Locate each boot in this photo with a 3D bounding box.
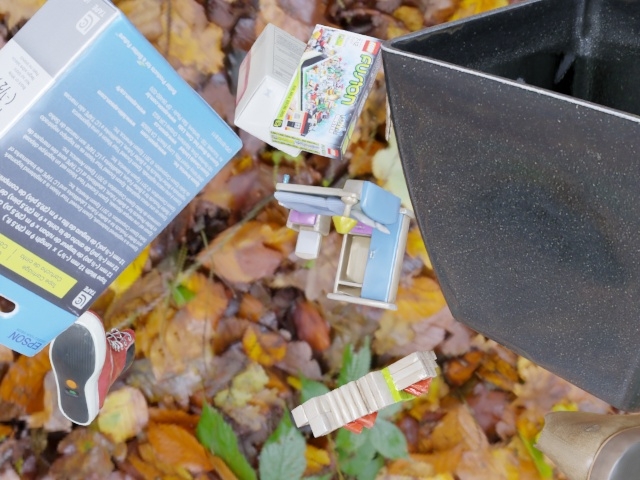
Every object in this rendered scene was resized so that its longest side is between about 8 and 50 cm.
[{"bbox_3d":[0.362,0.227,0.975,0.305,0.115,0.112,9,99,-41],"label":"boot"},{"bbox_3d":[-0.368,0.170,1.439,0.088,0.176,0.244,22,131,9],"label":"boot"}]

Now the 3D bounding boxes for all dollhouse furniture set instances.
[{"bbox_3d":[0.000,0.000,1.600,0.303,0.286,0.198,22,77,-61],"label":"dollhouse furniture set"}]

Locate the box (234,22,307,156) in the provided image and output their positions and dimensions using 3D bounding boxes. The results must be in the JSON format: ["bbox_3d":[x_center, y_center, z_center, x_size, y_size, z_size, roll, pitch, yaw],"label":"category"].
[{"bbox_3d":[-0.076,-0.302,1.705,0.148,0.232,0.127,27,124,-21],"label":"box"}]

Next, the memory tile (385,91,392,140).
[{"bbox_3d":[0.149,-0.289,1.843,0.012,0.148,0.113,1,72,2],"label":"memory tile"}]

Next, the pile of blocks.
[{"bbox_3d":[0.120,0.379,2.002,0.362,0.112,0.149,-24,161,3],"label":"pile of blocks"}]

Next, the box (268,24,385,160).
[{"bbox_3d":[0.013,-0.224,1.277,0.114,0.207,0.036,16,154,12],"label":"box"}]

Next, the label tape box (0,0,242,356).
[{"bbox_3d":[-0.284,-0.065,0.916,0.348,0.115,0.249,-46,144,-2],"label":"label tape box"}]

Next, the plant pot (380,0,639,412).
[{"bbox_3d":[0.159,-0.026,0.457,0.188,0.187,0.167,-25,127,-34],"label":"plant pot"}]
